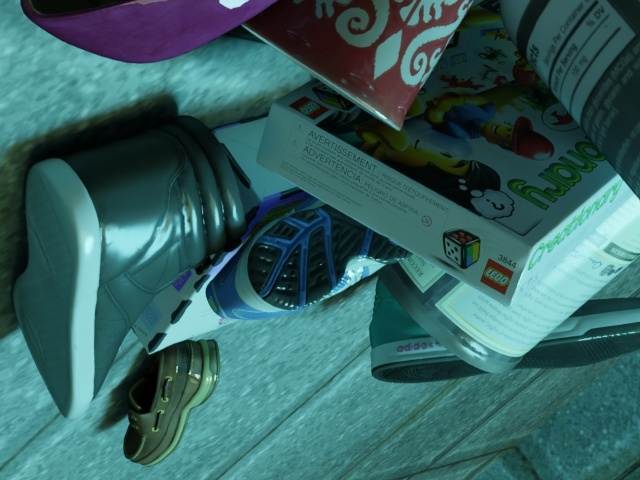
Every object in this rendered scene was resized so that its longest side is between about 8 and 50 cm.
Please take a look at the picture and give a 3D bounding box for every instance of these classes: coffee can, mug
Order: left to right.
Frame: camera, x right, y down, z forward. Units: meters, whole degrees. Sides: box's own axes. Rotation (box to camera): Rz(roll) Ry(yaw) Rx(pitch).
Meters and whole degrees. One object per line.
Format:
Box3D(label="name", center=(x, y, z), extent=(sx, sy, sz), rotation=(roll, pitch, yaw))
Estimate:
Box3D(label="mug", center=(0.034, -0.173, 1.062), extent=(0.169, 0.150, 0.113), rotation=(-56, 143, 4))
Box3D(label="coffee can", center=(0.193, -0.048, 1.545), extent=(0.275, 0.201, 0.201), rotation=(-43, 162, 21))

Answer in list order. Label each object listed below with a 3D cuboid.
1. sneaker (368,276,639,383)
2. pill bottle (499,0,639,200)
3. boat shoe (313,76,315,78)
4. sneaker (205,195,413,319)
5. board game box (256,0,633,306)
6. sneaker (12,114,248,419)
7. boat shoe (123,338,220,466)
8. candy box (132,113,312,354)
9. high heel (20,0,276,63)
Box3D(label="sneaker", center=(0.189, 0.038, 1.808), extent=(0.295, 0.178, 0.124), rotation=(-6, 162, 0))
Box3D(label="pill bottle", center=(0.243, -0.136, 1.123), extent=(0.210, 0.363, 0.210), rotation=(-32, 163, -11))
Box3D(label="boat shoe", center=(0.023, -0.124, 1.289), extent=(0.042, 0.049, 0.133), rotation=(-67, 159, -14))
Box3D(label="sneaker", center=(0.000, 0.000, 1.297), extent=(0.081, 0.080, 0.211), rotation=(-25, 178, 44))
Box3D(label="board game box", center=(0.120, -0.078, 1.224), extent=(0.305, 0.193, 0.053), rotation=(-36, 150, -50))
Box3D(label="sneaker", center=(-0.128, 0.023, 1.264), extent=(0.147, 0.105, 0.296), rotation=(-23, 155, -24))
Box3D(label="boat shoe", center=(-0.149, 0.145, 1.653), extent=(0.060, 0.064, 0.178), rotation=(9, 140, -24))
Box3D(label="candy box", center=(-0.050, -0.014, 1.385), extent=(0.165, 0.070, 0.196), rotation=(-19, 156, -45))
Box3D(label="high heel", center=(0.022, -0.208, 0.885), extent=(0.377, 0.127, 0.181), rotation=(-40, 174, 24))
